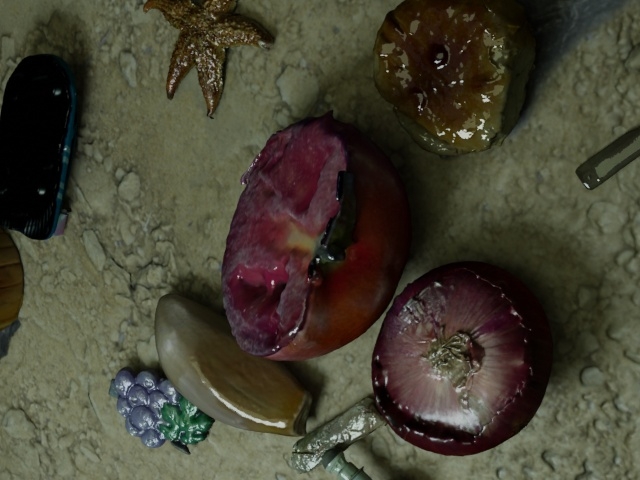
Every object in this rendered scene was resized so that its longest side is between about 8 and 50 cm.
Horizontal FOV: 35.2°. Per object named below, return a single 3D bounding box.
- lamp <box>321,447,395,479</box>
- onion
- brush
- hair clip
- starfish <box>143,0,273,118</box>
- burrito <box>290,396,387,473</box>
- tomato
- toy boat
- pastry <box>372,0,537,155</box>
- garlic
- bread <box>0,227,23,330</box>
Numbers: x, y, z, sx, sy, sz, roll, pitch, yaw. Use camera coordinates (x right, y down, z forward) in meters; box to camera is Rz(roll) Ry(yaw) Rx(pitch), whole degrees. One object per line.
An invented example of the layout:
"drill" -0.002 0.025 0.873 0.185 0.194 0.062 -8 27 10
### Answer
"lamp" 0.066 0.353 1.411 0.163 0.091 0.091 40 117 16
"onion" 0.177 0.149 1.268 0.248 0.161 0.248 -1 86 15
"brush" 0.377 -0.122 1.172 0.190 0.027 0.034 -38 76 32
"hair clip" -0.260 0.275 1.636 0.195 0.052 0.124 18 103 21
"starfish" -0.175 -0.302 1.476 0.240 0.043 0.227 30 112 27
"burrito" 0.023 0.283 1.458 0.171 0.042 0.051 -38 68 29
"tomato" 0.004 -0.004 1.343 0.289 0.176 0.335 30 106 57
"toy boat" -0.446 -0.155 1.645 0.134 0.092 0.299 22 107 24
"pastry" 0.168 -0.214 1.243 0.229 0.100 0.218 -42 77 32
"garlic" -0.147 0.199 1.514 0.318 0.112 0.143 30 107 18
"bread" -0.632 0.063 1.808 0.236 0.070 0.236 6 101 30
